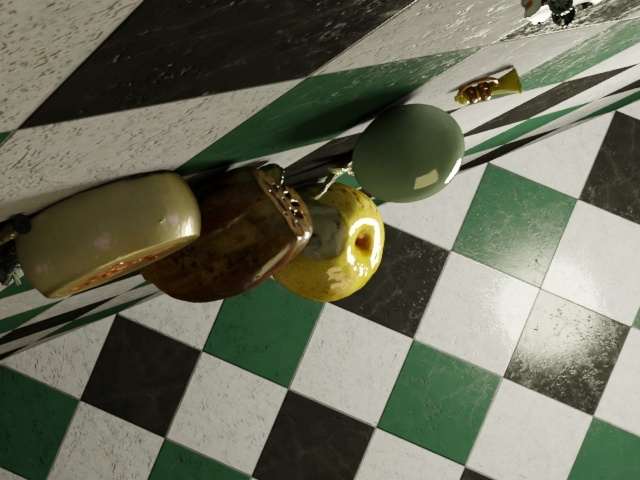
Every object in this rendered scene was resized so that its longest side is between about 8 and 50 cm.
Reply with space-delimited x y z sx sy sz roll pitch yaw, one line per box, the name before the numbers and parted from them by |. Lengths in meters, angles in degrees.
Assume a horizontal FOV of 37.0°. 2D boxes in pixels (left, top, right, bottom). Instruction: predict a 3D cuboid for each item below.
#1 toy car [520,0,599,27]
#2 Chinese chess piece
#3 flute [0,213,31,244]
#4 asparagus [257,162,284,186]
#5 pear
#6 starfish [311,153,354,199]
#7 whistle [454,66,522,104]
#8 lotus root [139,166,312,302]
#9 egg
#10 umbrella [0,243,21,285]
toy car | 0.305 -0.283 0.997 0.204 0.056 0.095 -27 175 18
Chinese chess piece | -0.282 -0.006 1.291 0.250 0.097 0.251 -23 177 -1
flute | -0.442 0.017 1.233 0.233 0.027 0.027 -25 176 39
asparagus | -0.114 -0.052 1.640 0.085 0.082 0.343 4 163 -8
pear | 0.000 0.000 2.038 0.271 0.271 0.271 -22 177 -1
starfish | 0.078 -0.144 1.807 0.176 0.053 0.208 -26 178 44
whistle | 0.272 -0.245 1.556 0.109 0.046 0.057 -16 -169 1
lotus root | -0.152 -0.005 1.473 0.290 0.193 0.193 -25 176 27
egg | 0.135 -0.134 1.491 0.192 0.149 0.149 -26 175 40
umbrella | -0.457 0.041 1.426 0.044 0.044 0.269 -54 -169 -23
